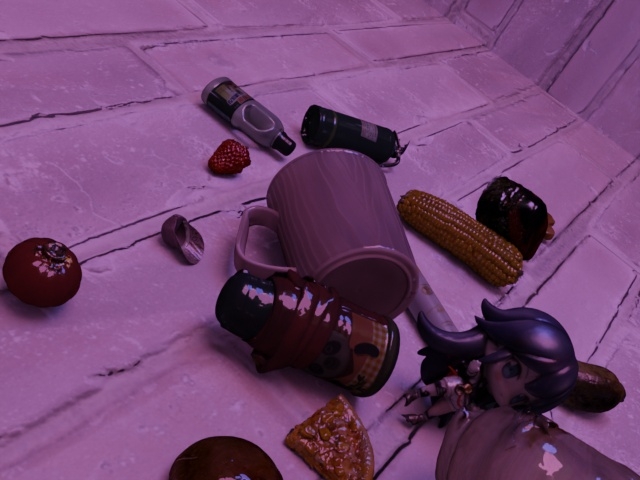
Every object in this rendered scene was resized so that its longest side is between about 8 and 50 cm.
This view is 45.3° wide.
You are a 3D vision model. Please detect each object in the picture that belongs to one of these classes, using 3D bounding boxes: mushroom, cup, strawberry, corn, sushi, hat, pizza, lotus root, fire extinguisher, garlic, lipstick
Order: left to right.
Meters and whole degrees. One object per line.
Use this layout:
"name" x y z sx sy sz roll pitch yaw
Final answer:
"hat" -0.227 0.001 1.239 0.087 0.042 0.058 61 34 -18
"strawberry" -0.179 -0.155 1.481 0.073 0.073 0.083 43 68 16
"mushroom" -0.097 0.296 0.894 0.170 0.080 0.135 39 41 17
"cup" 0.012 -0.012 1.296 0.288 0.208 0.273 22 33 -32
"pizza" 0.015 0.276 1.060 0.130 0.041 0.178 23 32 -13
"fire extinguisher" 0.098 -0.236 1.811 0.294 0.093 0.118 12 62 -31
"lipstick" 0.195 0.126 1.416 0.059 0.059 0.264 7 39 -36
"corn" 0.305 -0.015 1.672 0.313 0.102 0.102 37 31 7
"sushi" 0.431 -0.046 1.726 0.126 0.136 0.225 25 -13 28
"garlic" 0.295 0.351 0.994 0.322 0.241 0.322 40 10 -8
"lotus root" 0.498 0.276 1.448 0.179 0.089 0.080 16 4 -14

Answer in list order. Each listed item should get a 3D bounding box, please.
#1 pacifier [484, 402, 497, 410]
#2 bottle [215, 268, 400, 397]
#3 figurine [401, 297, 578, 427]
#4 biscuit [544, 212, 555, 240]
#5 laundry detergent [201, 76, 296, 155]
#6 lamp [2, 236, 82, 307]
"pacifier" 0.331 0.254 1.305 0.126 0.117 0.150 21 27 -47
"bottle" -0.027 0.135 1.134 0.271 0.143 0.156 24 71 -19
"figurine" 0.264 0.198 1.205 0.264 0.175 0.197 0 52 11
"biscuit" 0.524 -0.048 1.980 0.166 0.036 0.225 39 34 12
"laundry detergent" -0.146 -0.259 1.642 0.225 0.070 0.099 40 23 11
"lamp" -0.362 0.042 1.002 0.101 0.090 0.101 25 34 -18
